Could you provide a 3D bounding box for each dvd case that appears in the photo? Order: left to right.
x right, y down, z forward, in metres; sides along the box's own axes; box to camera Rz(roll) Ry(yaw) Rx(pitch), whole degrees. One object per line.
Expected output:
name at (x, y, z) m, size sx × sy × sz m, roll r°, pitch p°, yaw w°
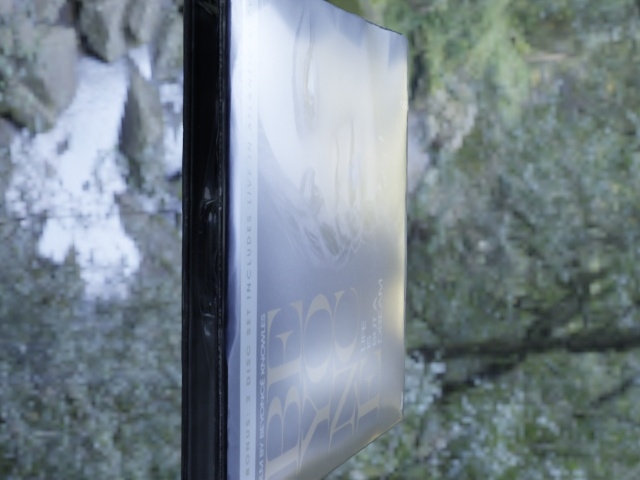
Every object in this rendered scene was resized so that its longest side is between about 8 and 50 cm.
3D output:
dvd case at (0.000, 0.000, 0.487) m, size 0.221 × 0.018 × 0.165 m, roll -8°, pitch 100°, yaw -73°
